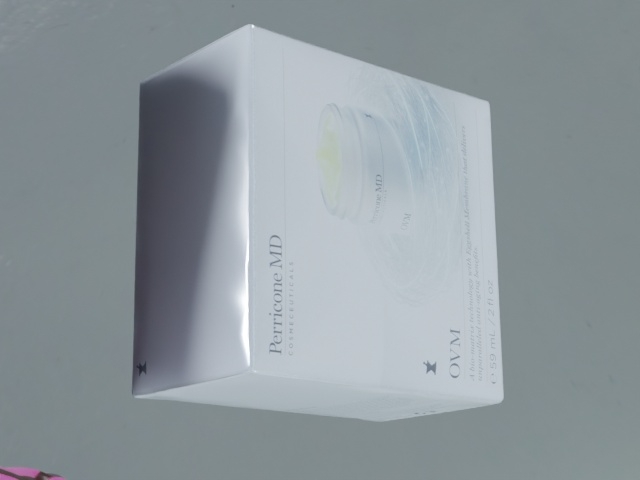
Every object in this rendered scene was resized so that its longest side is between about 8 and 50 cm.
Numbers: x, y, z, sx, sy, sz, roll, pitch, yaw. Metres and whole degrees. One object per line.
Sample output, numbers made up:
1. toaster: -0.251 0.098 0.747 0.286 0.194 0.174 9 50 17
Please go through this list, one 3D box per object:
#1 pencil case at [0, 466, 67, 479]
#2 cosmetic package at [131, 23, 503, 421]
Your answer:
1. pencil case: -0.197 0.159 0.662 0.098 0.209 0.095 26 93 29
2. cosmetic package: 0.000 0.000 0.899 0.224 0.138 0.224 11 71 -38
